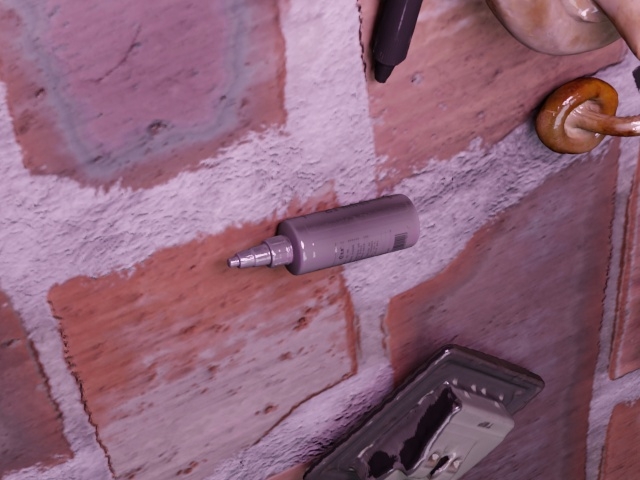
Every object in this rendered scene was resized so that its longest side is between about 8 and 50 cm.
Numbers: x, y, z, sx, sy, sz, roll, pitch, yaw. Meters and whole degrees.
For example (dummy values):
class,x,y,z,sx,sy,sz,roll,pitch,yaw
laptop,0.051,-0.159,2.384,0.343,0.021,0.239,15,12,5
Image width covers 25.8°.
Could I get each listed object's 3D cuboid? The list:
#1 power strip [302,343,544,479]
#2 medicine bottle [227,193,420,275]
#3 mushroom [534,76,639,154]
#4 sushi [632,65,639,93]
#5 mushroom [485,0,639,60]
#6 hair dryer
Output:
class,x,y,z,sx,sy,sz,roll,pitch,yaw
power strip,0.141,0.244,1.703,0.251,0.092,0.257,-50,143,13
medicine bottle,0.000,0.000,1.372,0.199,0.057,0.057,-14,137,-24
mushroom,0.284,-0.127,1.423,0.130,0.072,0.088,-2,126,13
sushi,0.434,-0.192,1.504,0.201,0.031,0.139,-38,142,4
mushroom,0.245,-0.232,1.178,0.207,0.215,0.207,-20,144,-15
hair dryer,0.063,-0.228,1.188,0.114,0.070,0.248,-14,146,-26
